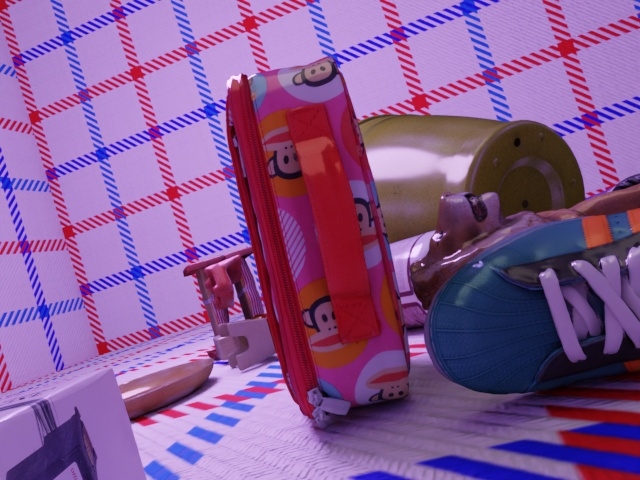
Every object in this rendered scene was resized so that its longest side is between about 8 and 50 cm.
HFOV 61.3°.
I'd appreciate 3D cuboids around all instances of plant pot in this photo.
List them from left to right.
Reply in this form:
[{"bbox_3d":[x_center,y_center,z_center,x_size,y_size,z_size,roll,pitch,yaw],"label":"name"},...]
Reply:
[{"bbox_3d":[-0.271,0.232,0.810,0.236,0.032,0.236,-17,-3,-1],"label":"plant pot"},{"bbox_3d":[0.224,-0.060,0.915,0.366,0.367,0.353,-16,9,-25],"label":"plant pot"}]

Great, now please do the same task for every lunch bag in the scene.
[{"bbox_3d":[0.000,0.000,0.480,0.120,0.293,0.258,-13,-3,-4],"label":"lunch bag"}]

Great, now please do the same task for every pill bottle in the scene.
[{"bbox_3d":[0.138,0.053,0.721,0.121,0.121,0.221,-16,-3,-38],"label":"pill bottle"}]

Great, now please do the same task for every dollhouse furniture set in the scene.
[{"bbox_3d":[-0.144,0.112,1.021,0.152,0.201,0.374,-17,-3,-21],"label":"dollhouse furniture set"}]

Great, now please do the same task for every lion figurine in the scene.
[{"bbox_3d":[0.266,0.018,0.574,0.240,0.142,0.392,-27,-21,28],"label":"lion figurine"}]

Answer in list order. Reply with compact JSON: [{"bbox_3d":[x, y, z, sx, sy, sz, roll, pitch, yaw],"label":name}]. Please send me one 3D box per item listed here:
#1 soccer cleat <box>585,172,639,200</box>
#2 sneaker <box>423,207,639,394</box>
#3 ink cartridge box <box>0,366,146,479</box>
[{"bbox_3d":[0.515,-0.046,0.901,0.116,0.109,0.318,-11,-7,-31],"label":"soccer cleat"},{"bbox_3d":[0.214,0.021,0.324,0.302,0.108,0.121,-16,-7,-5],"label":"sneaker"},{"bbox_3d":[-0.227,0.162,0.295,0.171,0.100,0.237,-17,-2,2],"label":"ink cartridge box"}]
